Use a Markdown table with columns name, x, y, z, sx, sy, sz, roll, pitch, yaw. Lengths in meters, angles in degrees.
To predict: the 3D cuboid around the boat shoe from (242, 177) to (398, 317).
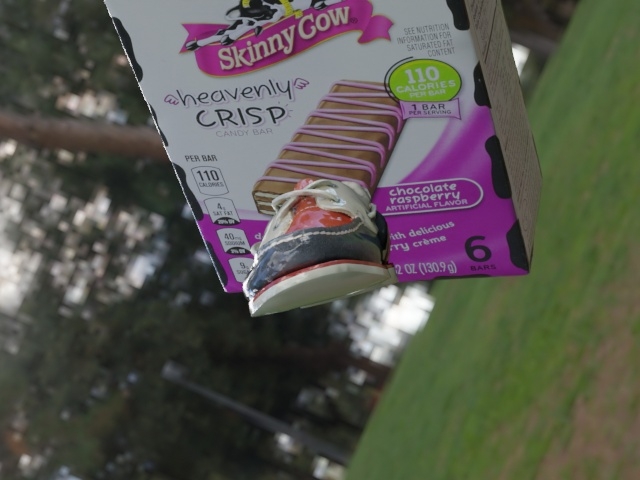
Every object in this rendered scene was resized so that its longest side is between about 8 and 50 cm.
| name | x | y | z | sx | sy | sz | roll | pitch | yaw |
| --- | --- | --- | --- | --- | --- | --- | --- | --- | --- |
| boat shoe | 0.000 | 0.000 | 0.623 | 0.137 | 0.049 | 0.043 | -5 | -99 | -80 |

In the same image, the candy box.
| name | x | y | z | sx | sy | sz | roll | pitch | yaw |
| --- | --- | --- | --- | --- | --- | --- | --- | --- | --- |
| candy box | 0.003 | -0.081 | 0.831 | 0.071 | 0.159 | 0.233 | -77 | -24 | -44 |
